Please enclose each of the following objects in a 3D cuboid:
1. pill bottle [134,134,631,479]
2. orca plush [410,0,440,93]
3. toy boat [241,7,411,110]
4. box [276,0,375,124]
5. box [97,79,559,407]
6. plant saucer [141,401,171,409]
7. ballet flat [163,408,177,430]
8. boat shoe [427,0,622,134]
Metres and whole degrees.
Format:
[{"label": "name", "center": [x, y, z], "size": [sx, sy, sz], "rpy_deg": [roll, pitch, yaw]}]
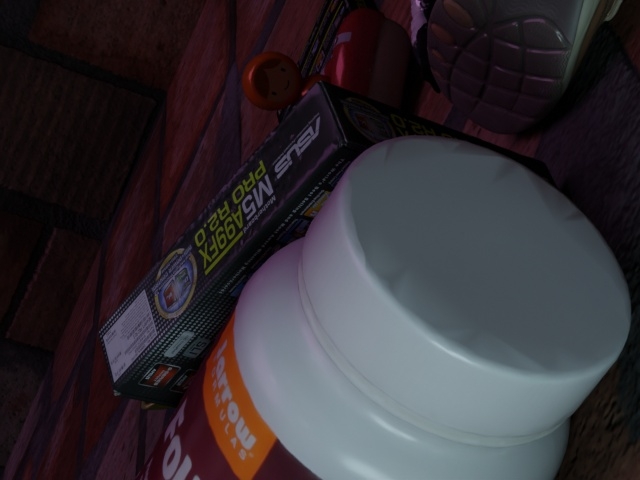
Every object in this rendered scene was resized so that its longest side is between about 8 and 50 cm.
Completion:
[{"label": "pill bottle", "center": [0.019, 0.135, 1.071], "size": [0.224, 0.224, 0.392], "rpy_deg": [-87, 21, -48]}, {"label": "orca plush", "center": [0.119, -0.278, 1.507], "size": [0.102, 0.151, 0.287], "rpy_deg": [-23, 36, 27]}, {"label": "toy boat", "center": [-0.006, -0.145, 1.683], "size": [0.231, 0.151, 0.151], "rpy_deg": [131, 154, -56]}, {"label": "box", "center": [0.007, -0.191, 1.917], "size": [0.184, 0.045, 0.190], "rpy_deg": [-100, 32, -67]}, {"label": "box", "center": [0.008, 0.026, 1.166], "size": [0.270, 0.216, 0.060], "rpy_deg": [-46, 45, 29]}, {"label": "plant saucer", "center": [-0.103, 0.093, 1.829], "size": [0.188, 0.045, 0.188], "rpy_deg": [-30, 32, 23]}, {"label": "ballet flat", "center": [-0.132, 0.171, 1.890], "size": [0.074, 0.074, 0.203], "rpy_deg": [134, 155, -58]}, {"label": "boat shoe", "center": [0.172, -0.192, 1.207], "size": [0.116, 0.123, 0.324], "rpy_deg": [-40, -12, -29]}]
